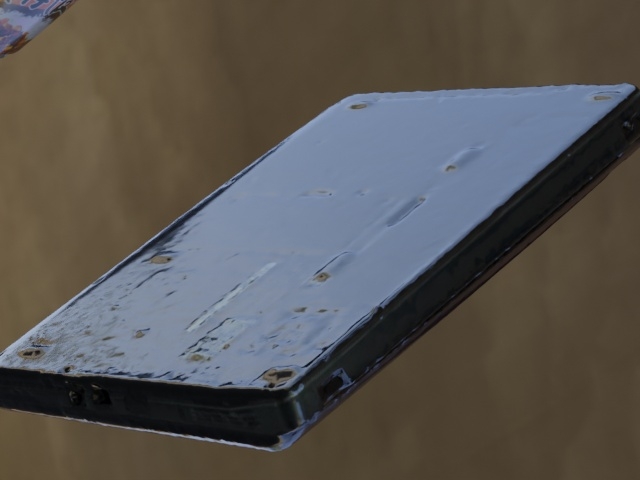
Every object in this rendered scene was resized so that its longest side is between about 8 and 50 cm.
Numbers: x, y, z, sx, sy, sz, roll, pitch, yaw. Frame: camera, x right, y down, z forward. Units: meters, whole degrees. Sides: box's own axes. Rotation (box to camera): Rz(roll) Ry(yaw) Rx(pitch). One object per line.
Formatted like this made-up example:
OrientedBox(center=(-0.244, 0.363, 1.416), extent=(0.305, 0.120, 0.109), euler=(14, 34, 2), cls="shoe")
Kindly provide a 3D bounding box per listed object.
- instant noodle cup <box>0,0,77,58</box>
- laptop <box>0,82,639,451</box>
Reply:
OrientedBox(center=(-0.184, -0.181, 1.078), extent=(0.125, 0.177, 0.208), euler=(-43, -112, 18), cls="instant noodle cup")
OrientedBox(center=(0.000, 0.000, 0.652), extent=(0.154, 0.207, 0.026), euler=(4, -59, 43), cls="laptop")
